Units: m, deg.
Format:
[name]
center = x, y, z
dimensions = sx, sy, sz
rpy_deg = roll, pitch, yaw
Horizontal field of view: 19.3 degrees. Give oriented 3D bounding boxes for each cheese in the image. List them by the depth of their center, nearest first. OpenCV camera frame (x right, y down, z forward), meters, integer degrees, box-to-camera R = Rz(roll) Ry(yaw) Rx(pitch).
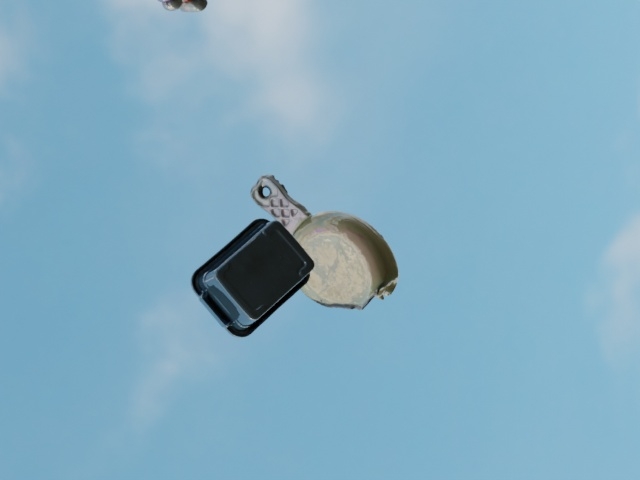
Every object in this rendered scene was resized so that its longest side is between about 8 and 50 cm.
[cheese]
center = -0.002, 0.006, 1.854
dimensions = 0.047, 0.171, 0.092
rpy_deg = -32, -35, -61

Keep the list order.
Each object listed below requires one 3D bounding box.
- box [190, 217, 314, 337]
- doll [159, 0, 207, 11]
[box]
center = -0.055, 0.030, 1.647
dimensions = 0.099, 0.054, 0.074
rpy_deg = -42, -84, -20
[doll]
center = -0.143, -0.270, 1.469
dimensions = 0.227, 0.075, 0.102
rpy_deg = 60, -142, -44
